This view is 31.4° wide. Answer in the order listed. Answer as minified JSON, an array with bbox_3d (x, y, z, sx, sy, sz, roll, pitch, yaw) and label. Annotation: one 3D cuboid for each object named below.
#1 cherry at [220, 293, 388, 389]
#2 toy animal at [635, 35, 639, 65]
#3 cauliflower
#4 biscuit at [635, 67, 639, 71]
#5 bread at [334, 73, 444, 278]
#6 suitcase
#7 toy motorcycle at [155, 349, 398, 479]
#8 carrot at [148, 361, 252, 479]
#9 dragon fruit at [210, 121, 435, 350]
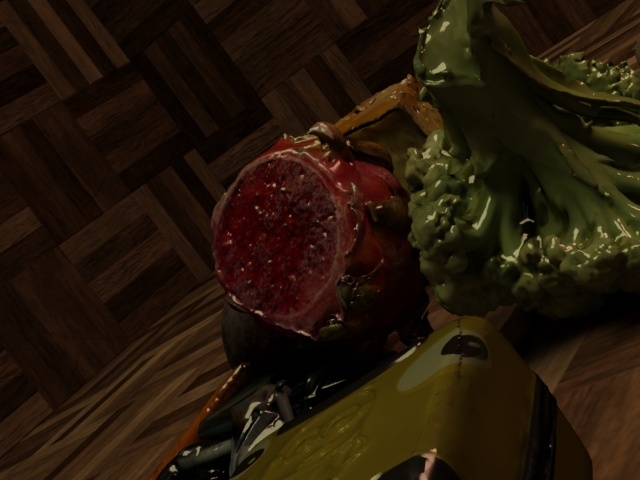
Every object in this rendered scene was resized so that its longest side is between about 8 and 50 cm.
[{"bbox_3d":[-0.019,0.087,1.252,0.195,0.195,0.195,-36,7,5],"label":"cherry"},{"bbox_3d":[0.456,-0.242,0.880,0.344,0.194,0.303,17,36,40],"label":"toy animal"},{"bbox_3d":[0.163,-0.058,0.960,0.260,0.281,0.327,-67,25,2],"label":"cauliflower"},{"bbox_3d":[0.354,-0.140,1.365,0.220,0.066,0.220,-36,6,4],"label":"biscuit"},{"bbox_3d":[0.057,-0.037,1.433,0.315,0.248,0.279,-39,5,8],"label":"bread"},{"bbox_3d":[0.037,0.162,0.574,0.194,0.143,0.235,-34,8,24],"label":"suitcase"},{"bbox_3d":[-0.020,0.166,1.013,0.270,0.106,0.159,-27,3,-40],"label":"toy motorcycle"},{"bbox_3d":[-0.133,0.227,1.090,0.256,0.061,0.061,-54,5,7],"label":"carrot"},{"bbox_3d":[0.000,0.000,1.065,0.211,0.282,0.147,-53,-35,5],"label":"dragon fruit"}]
